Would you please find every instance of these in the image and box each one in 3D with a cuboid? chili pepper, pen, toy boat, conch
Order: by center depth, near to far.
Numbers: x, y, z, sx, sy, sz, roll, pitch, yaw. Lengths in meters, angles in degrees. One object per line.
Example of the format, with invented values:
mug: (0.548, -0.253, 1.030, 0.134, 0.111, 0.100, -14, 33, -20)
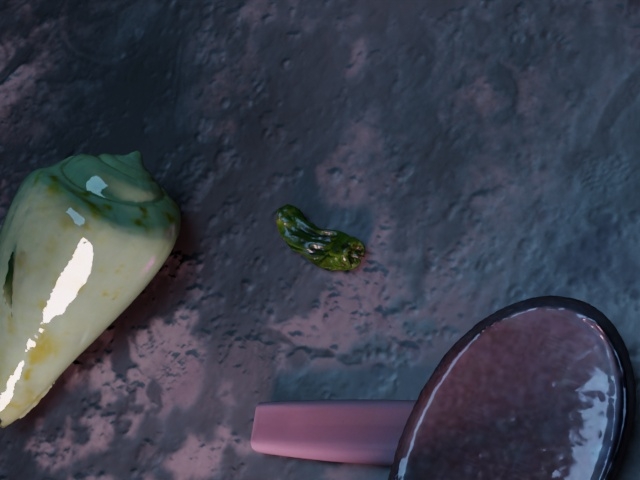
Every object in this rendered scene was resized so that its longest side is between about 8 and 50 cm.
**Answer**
toy boat: (0.145, 0.147, 1.220, 0.155, 0.085, 0.227, 28, 87, 9)
pen: (0.038, 0.150, 1.292, 0.197, 0.032, 0.053, 0, 69, 26)
chili pepper: (0.000, 0.001, 1.372, 0.091, 0.034, 0.030, 27, 50, 31)
conch: (-0.230, 0.023, 1.424, 0.143, 0.137, 0.250, 44, 112, 5)
